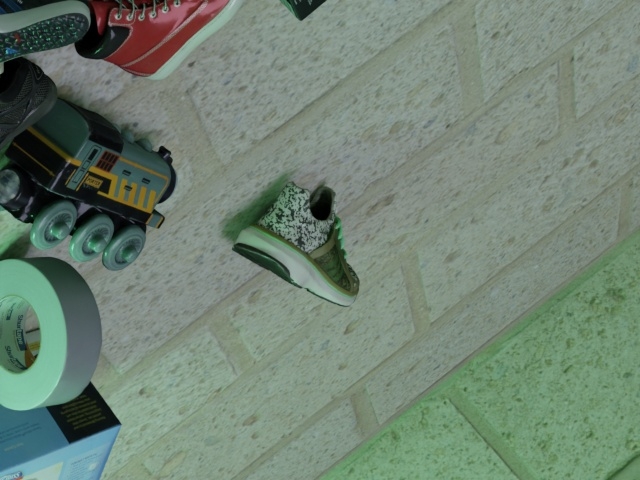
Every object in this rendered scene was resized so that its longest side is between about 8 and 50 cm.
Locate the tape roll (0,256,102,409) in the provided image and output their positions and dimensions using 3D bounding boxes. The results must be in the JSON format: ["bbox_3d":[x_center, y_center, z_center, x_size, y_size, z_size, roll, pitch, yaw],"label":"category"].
[{"bbox_3d":[-0.419,0.134,2.119,0.072,0.219,0.219,-5,137,-52],"label":"tape roll"}]

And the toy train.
[{"bbox_3d":[-0.320,-0.076,2.033,0.190,0.142,0.334,-55,153,6],"label":"toy train"}]

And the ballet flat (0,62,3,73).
[{"bbox_3d":[-0.444,-0.197,1.680,0.168,0.057,0.052,-25,123,-39],"label":"ballet flat"}]

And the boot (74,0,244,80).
[{"bbox_3d":[-0.202,-0.314,1.868,0.244,0.088,0.176,-46,153,18],"label":"boot"}]

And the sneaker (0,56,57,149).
[{"bbox_3d":[-0.438,-0.146,1.801,0.227,0.087,0.130,-43,155,-3],"label":"sneaker"}]

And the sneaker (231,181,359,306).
[{"bbox_3d":[0.000,0.000,2.612,0.182,0.158,0.410,-61,159,0],"label":"sneaker"}]

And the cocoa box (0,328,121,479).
[{"bbox_3d":[-0.528,0.327,2.263,0.347,0.228,0.231,-18,146,-40],"label":"cocoa box"}]

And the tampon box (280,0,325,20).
[{"bbox_3d":[-0.012,-0.402,1.947,0.161,0.120,0.101,-39,154,-4],"label":"tampon box"}]

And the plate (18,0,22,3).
[{"bbox_3d":[-0.328,-0.379,1.628,0.278,0.045,0.277,-52,153,22],"label":"plate"}]

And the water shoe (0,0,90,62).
[{"bbox_3d":[-0.364,-0.251,1.658,0.203,0.080,0.073,-8,144,-8],"label":"water shoe"}]
